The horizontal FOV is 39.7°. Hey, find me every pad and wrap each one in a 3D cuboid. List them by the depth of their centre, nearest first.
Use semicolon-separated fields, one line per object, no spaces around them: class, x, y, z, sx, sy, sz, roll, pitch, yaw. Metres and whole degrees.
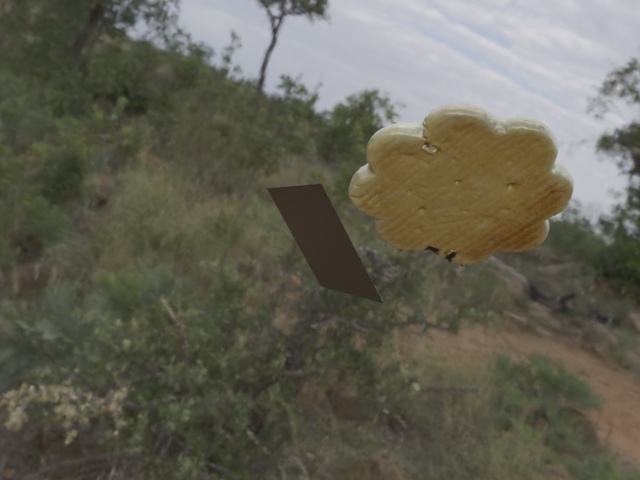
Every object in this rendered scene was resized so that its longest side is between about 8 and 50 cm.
pad;0.000;0.000;0.901;0.127;0.004;0.190;62;-16;-11

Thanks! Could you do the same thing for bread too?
bread;0.192;-0.074;1.227;0.316;0.316;0.054;20;49;-15
